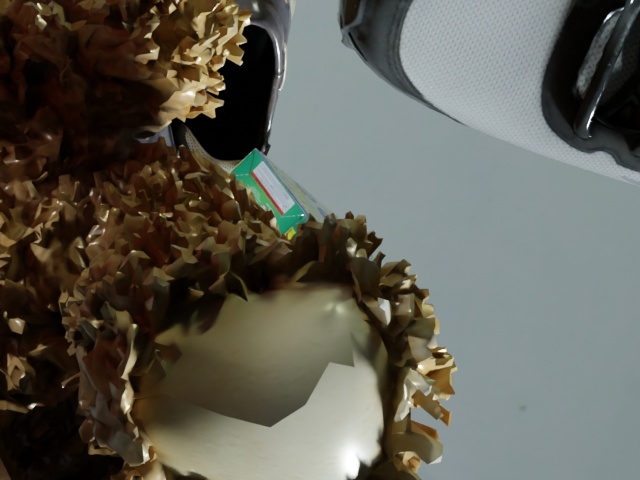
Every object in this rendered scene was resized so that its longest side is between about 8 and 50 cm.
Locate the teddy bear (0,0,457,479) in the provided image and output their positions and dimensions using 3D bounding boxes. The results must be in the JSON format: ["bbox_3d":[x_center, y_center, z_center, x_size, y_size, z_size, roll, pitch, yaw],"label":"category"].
[{"bbox_3d":[-0.075,0.026,0.544,0.113,0.338,0.245,-15,104,-34],"label":"teddy bear"}]

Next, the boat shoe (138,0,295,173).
[{"bbox_3d":[-0.113,-0.098,1.720,0.132,0.355,0.130,9,36,-9],"label":"boat shoe"}]

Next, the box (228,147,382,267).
[{"bbox_3d":[0.000,0.000,1.644,0.043,0.105,0.179,-42,138,6],"label":"box"}]

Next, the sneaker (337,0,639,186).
[{"bbox_3d":[0.136,-0.049,0.553,0.271,0.108,0.100,13,118,-18],"label":"sneaker"}]
